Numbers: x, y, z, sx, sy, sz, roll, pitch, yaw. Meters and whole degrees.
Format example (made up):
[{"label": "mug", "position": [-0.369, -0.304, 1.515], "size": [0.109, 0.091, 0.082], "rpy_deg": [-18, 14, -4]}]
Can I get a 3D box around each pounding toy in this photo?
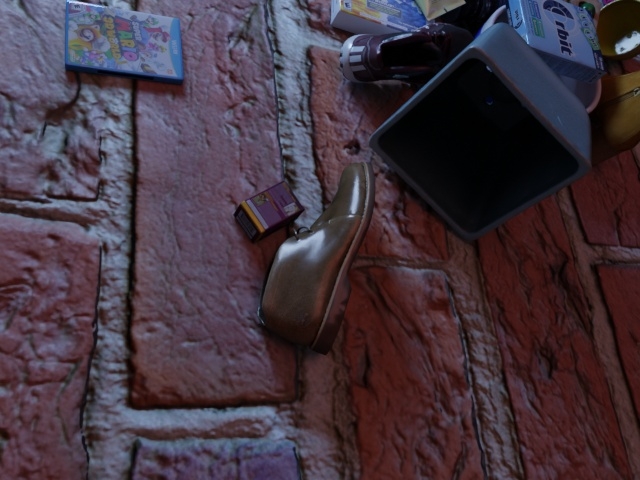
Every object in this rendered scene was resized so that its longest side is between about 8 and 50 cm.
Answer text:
[{"label": "pounding toy", "position": [0.524, -0.478, 1.318], "size": [0.100, 0.141, 0.130], "rpy_deg": [30, 58, -9]}]

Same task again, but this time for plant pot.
[{"label": "plant pot", "position": [0.278, -0.203, 1.017], "size": [0.247, 0.248, 0.252], "rpy_deg": [43, 47, -9]}, {"label": "plant pot", "position": [0.689, -0.463, 1.408], "size": [0.095, 0.134, 0.134], "rpy_deg": [16, 58, -48]}]

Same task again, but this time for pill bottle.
[{"label": "pill bottle", "position": [0.348, -0.507, 1.252], "size": [0.219, 0.123, 0.122], "rpy_deg": [-19, 75, -17]}]

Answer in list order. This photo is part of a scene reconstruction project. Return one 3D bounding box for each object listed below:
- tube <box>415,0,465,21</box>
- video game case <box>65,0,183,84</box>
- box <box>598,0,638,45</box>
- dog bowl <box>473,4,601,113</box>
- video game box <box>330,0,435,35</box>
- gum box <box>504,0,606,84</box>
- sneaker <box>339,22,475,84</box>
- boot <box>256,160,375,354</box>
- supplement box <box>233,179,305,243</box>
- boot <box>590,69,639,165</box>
[{"label": "tube", "position": [0.171, -0.524, 1.177], "size": [0.240, 0.070, 0.062], "rpy_deg": [56, 24, 8]}, {"label": "video game case", "position": [-0.293, -0.297, 0.932], "size": [0.166, 0.015, 0.119], "rpy_deg": [2, 66, -24]}, {"label": "box", "position": [0.771, -0.585, 1.482], "size": [0.247, 0.142, 0.163], "rpy_deg": [40, 56, -3]}, {"label": "dog bowl", "position": [0.409, -0.326, 1.217], "size": [0.265, 0.104, 0.264], "rpy_deg": [10, 63, -20]}, {"label": "video game box", "position": [0.120, -0.460, 1.181], "size": [0.205, 0.048, 0.187], "rpy_deg": [11, 60, -20]}, {"label": "gum box", "position": [0.443, -0.389, 1.174], "size": [0.185, 0.041, 0.156], "rpy_deg": [10, 62, -21]}, {"label": "sneaker", "position": [0.187, -0.314, 1.063], "size": [0.282, 0.162, 0.106], "rpy_deg": [-16, 110, -23]}, {"label": "boot", "position": [0.000, 0.000, 0.882], "size": [0.115, 0.112, 0.305], "rpy_deg": [20, 62, -3]}, {"label": "supplement box", "position": [-0.074, -0.041, 0.896], "size": [0.083, 0.043, 0.055], "rpy_deg": [-30, 81, -32]}, {"label": "boot", "position": [0.615, -0.304, 1.238], "size": [0.104, 0.211, 0.295], "rpy_deg": [22, 59, -15]}]
